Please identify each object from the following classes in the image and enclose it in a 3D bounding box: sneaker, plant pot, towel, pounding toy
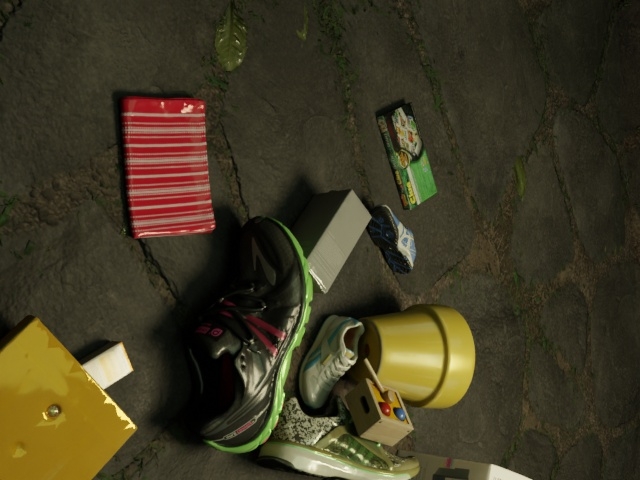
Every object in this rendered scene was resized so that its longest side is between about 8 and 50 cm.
[{"bbox_3d":[0.025,0.276,1.818,0.087,0.092,0.228,38,65,-39],"label":"sneaker"},{"bbox_3d":[0.198,0.272,1.906,0.239,0.254,0.253,8,81,-30],"label":"plant pot"},{"bbox_3d":[-0.296,-0.146,1.565,0.199,0.031,0.274,-5,91,-45],"label":"towel"},{"bbox_3d":[0.127,0.356,1.757,0.130,0.100,0.141,27,29,-38],"label":"pounding toy"},{"bbox_3d":[0.185,-0.014,2.026,0.081,0.080,0.211,-59,136,-39],"label":"sneaker"},{"bbox_3d":[0.061,0.437,1.758,0.411,0.158,0.181,18,72,-31],"label":"sneaker"},{"bbox_3d":[-0.151,0.174,1.582,0.202,0.185,0.482,24,69,-47],"label":"sneaker"}]

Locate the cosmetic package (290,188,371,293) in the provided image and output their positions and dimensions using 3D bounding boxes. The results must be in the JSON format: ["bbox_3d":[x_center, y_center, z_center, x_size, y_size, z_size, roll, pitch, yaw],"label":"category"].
[{"bbox_3d":[0.000,0.000,1.791,0.107,0.127,0.238,55,54,-27],"label":"cosmetic package"}]

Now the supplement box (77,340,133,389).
[{"bbox_3d":[-0.394,0.230,1.430,0.098,0.036,0.062,-31,110,-43],"label":"supplement box"}]

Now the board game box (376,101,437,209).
[{"bbox_3d":[0.232,-0.224,2.117,0.136,0.030,0.259,-32,109,-45],"label":"board game box"}]

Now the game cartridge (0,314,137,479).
[{"bbox_3d":[-0.497,0.330,1.287,0.323,0.053,0.285,-47,120,-26],"label":"game cartridge"}]

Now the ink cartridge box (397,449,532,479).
[{"bbox_3d":[0.378,0.614,1.967,0.207,0.354,0.119,30,66,-41],"label":"ink cartridge box"}]

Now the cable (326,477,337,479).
[{"bbox_3d":[0.020,0.652,1.800,0.287,0.072,0.139,-47,114,-37],"label":"cable"}]
